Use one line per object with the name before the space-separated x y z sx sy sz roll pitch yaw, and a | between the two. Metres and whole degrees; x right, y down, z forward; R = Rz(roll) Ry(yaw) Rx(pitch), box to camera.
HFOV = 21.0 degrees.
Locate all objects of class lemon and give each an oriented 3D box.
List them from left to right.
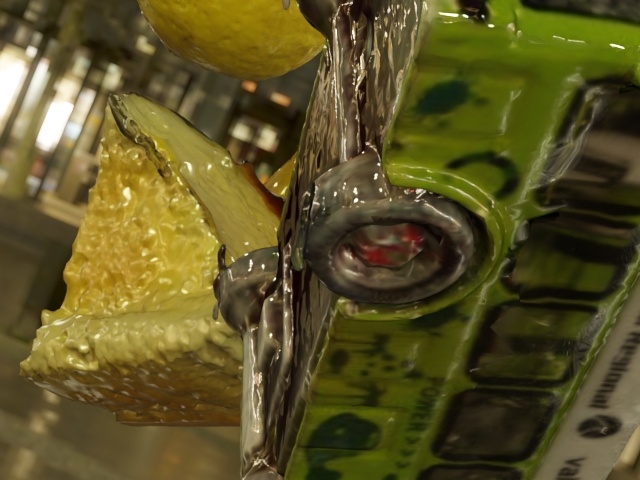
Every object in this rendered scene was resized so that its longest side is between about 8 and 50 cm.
lemon | -0.049 -0.215 1.280 0.180 0.193 0.180 37 -2 2

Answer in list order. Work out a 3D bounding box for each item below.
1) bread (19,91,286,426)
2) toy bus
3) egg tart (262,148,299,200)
bread | -0.052 0.007 0.880 0.169 0.160 0.140 -7 -25 38
toy bus | 0.047 0.015 0.487 0.139 0.113 0.301 5 -38 -9
egg tart | 0.000 0.000 1.091 0.106 0.241 0.241 49 -2 -3
